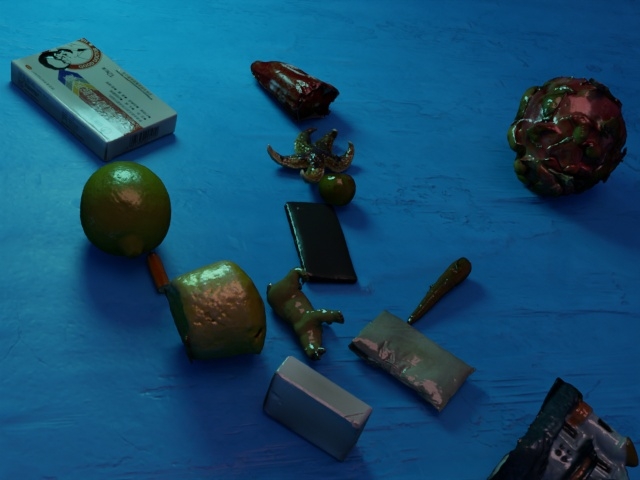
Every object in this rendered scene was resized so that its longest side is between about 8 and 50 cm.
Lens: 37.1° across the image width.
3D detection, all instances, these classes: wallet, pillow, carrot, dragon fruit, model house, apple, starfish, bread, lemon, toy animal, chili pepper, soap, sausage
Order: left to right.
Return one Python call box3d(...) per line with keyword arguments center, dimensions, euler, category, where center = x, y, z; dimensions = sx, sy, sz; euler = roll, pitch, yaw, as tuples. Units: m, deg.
box3d(center=(-0.395, -0.070, 1.928), dimensions=(0.184, 0.184, 0.248), euler=(1, 45, -20), category="lemon")
box3d(center=(-0.330, 0.061, 1.923), dimensions=(0.031, 0.031, 0.107), euler=(-8, 47, -27), category="sausage")
box3d(center=(-0.190, 0.136, 1.792), dimensions=(0.170, 0.197, 0.197), euler=(-16, 51, -16), category="bread")
box3d(center=(-0.075, -0.406, 2.460), dimensions=(0.144, 0.136, 0.253), euler=(-38, 55, -14), category="chili pepper")
box3d(center=(-0.035, 0.149, 1.907), dimensions=(0.101, 0.103, 0.218), euler=(-31, 62, -19), category="toy animal")
box3d(center=(-0.024, -0.202, 2.294), dimensions=(0.216, 0.071, 0.238), euler=(8, 33, -5), category="starfish")
box3d(center=(-0.009, 0.304, 1.717), dimensions=(0.183, 0.121, 0.064), euler=(31, 44, 12), category="soap")
box3d(center=(0.000, 0.000, 2.112), dimensions=(0.124, 0.025, 0.244), euler=(4, 42, -21), category="wallet")
box3d(center=(0.038, -0.121, 2.212), dimensions=(0.089, 0.074, 0.089), euler=(12, 12, -3), category="apple")
box3d(center=(0.184, 0.237, 1.913), dimensions=(0.230, 0.050, 0.148), euler=(35, 49, 13), category="pillow")
box3d(center=(0.258, 0.112, 2.079), dimensions=(0.049, 0.049, 0.254), euler=(35, 48, 17), category="carrot")
box3d(center=(0.597, -0.246, 2.430), dimensions=(0.296, 0.314, 0.263), euler=(25, 64, 40), category="dragon fruit")
box3d(center=(0.474, 0.435, 1.724), dimensions=(0.291, 0.184, 0.253), euler=(38, 41, 14), category="model house")

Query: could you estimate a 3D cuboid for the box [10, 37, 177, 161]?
box3d(center=(-0.535, -0.339, 2.247), dimensions=(0.353, 0.069, 0.214), euler=(38, 45, 22), category="box")
